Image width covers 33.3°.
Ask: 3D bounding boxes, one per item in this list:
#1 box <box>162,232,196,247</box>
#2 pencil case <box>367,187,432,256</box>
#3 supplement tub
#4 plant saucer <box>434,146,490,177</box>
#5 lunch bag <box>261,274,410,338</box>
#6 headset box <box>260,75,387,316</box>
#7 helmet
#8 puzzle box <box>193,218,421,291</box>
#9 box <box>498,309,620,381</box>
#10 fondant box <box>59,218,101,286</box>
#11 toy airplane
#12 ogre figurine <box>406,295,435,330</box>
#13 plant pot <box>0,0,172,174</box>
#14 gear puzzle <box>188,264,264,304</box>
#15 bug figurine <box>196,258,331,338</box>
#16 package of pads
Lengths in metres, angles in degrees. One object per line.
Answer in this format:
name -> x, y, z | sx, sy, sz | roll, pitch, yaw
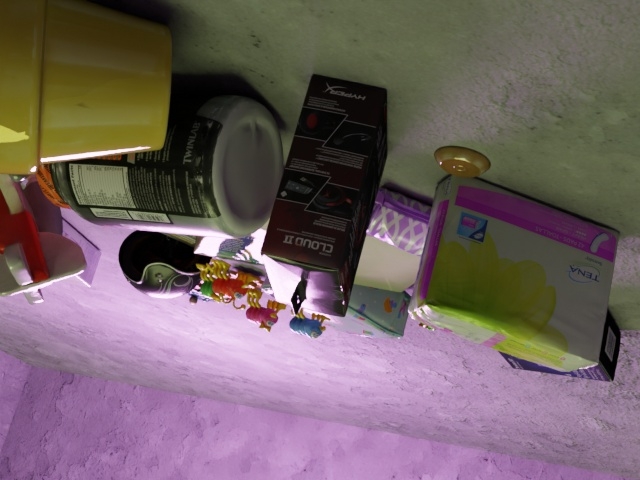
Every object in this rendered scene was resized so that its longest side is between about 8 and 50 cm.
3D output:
box -> -0.237, -0.043, 2.024 | 0.231, 0.056, 0.183 | 26, 159, -28
pencil case -> 0.170, -0.017, 1.730 | 0.206, 0.086, 0.088 | 19, 162, -9
supplement tub -> -0.243, -0.116, 1.588 | 0.338, 0.207, 0.207 | 6, 159, 28
plant saucer -> 0.204, -0.110, 1.549 | 0.083, 0.015, 0.083 | 13, 161, 5
lunch bag -> 0.029, 0.102, 2.149 | 0.279, 0.108, 0.224 | 32, 161, -35
headset box -> 0.008, -0.041, 1.469 | 0.110, 0.293, 0.218 | 12, 162, 8
helmet -> -0.316, 0.039, 2.162 | 0.169, 0.169, 0.161 | 26, 142, -29
puzzle box -> 0.000, 0.000, 1.868 | 0.409, 0.052, 0.272 | 11, 161, -14
box -> 0.455, 0.189, 2.060 | 0.207, 0.108, 0.153 | 4, 159, 29
fondant box -> -0.674, -0.009, 2.409 | 0.238, 0.096, 0.330 | 9, 161, 19
toy airplane -> -0.499, -0.092, 1.759 | 0.386, 0.272, 0.384 | 23, 147, 55
ogre figurine -> 0.243, 0.125, 2.079 | 0.118, 0.097, 0.197 | 7, -167, -16
plant pot -> -0.317, -0.206, 1.371 | 0.239, 0.254, 0.254 | 3, 164, -13
gear puzzle -> -0.236, 0.109, 2.476 | 0.175, 0.044, 0.339 | 29, 157, -34
bug figurine -> -0.125, 0.122, 2.059 | 0.279, 0.072, 0.216 | 30, 167, -31
package of pads -> 0.295, 0.056, 1.619 | 0.296, 0.229, 0.101 | 19, 161, -11
